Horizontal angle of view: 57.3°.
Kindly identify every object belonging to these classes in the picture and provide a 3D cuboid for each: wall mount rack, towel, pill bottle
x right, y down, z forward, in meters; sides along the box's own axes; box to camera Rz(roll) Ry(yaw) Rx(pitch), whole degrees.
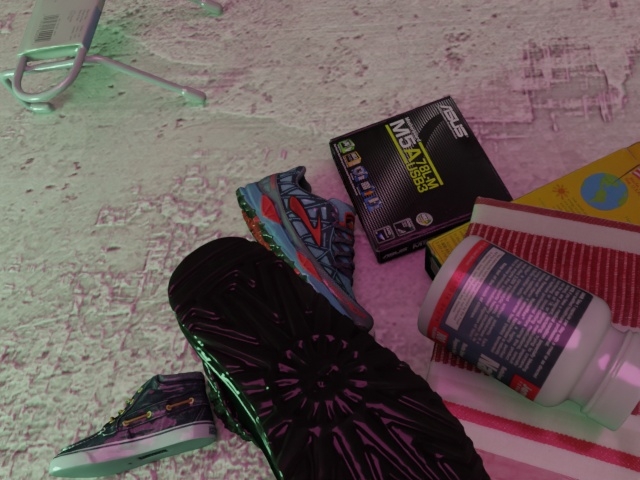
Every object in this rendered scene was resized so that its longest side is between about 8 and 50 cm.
[{"bbox_3d":[-0.332,-0.328,0.937,0.304,0.130,0.350,-3,62,11],"label":"wall mount rack"},{"bbox_3d":[0.231,0.119,0.566,0.237,0.037,0.329,13,64,17],"label":"towel"},{"bbox_3d":[0.187,0.080,0.512,0.180,0.108,0.108,30,70,25],"label":"pill bottle"}]

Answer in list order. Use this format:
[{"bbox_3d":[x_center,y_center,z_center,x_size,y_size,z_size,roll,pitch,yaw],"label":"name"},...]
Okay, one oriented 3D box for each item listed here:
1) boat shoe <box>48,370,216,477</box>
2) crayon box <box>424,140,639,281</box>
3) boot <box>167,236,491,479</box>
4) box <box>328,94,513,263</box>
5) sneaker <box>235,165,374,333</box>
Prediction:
[{"bbox_3d":[-0.212,0.209,0.665,0.183,0.065,0.083,-13,58,-5],"label":"boat shoe"},{"bbox_3d":[0.306,0.030,0.664,0.319,0.081,0.202,-25,62,-4],"label":"crayon box"},{"bbox_3d":[0.000,0.176,0.534,0.131,0.260,0.348,-29,58,-20],"label":"boot"},{"bbox_3d":[0.127,-0.084,0.774,0.184,0.045,0.190,-21,62,0],"label":"box"},{"bbox_3d":[0.000,0.000,0.717,0.125,0.104,0.262,-31,62,-10],"label":"sneaker"}]
